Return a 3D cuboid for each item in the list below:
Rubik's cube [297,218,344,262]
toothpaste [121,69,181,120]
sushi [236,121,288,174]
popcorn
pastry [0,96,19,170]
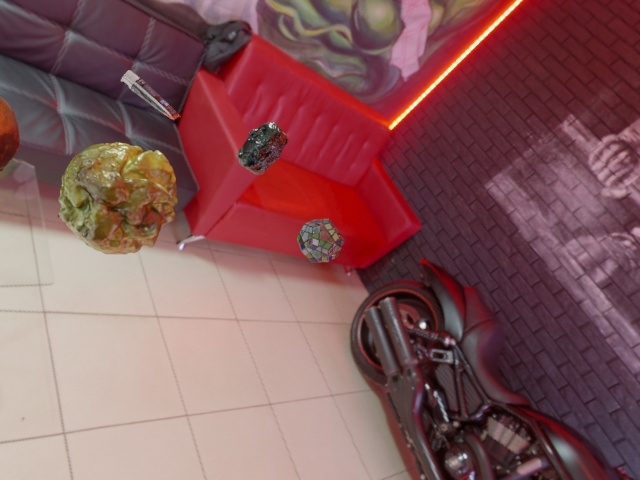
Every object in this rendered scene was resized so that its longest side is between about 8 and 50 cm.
[{"bbox_3d":[0.000,0.000,1.159,0.093,0.111,0.111,12,41,-39],"label":"Rubik's cube"},{"bbox_3d":[-0.515,-0.436,1.502,0.193,0.045,0.071,39,20,-15],"label":"toothpaste"},{"bbox_3d":[-0.242,-0.387,2.052,0.124,0.225,0.127,43,4,30],"label":"sushi"},{"bbox_3d":[-0.479,-0.094,1.181,0.282,0.282,0.247,29,16,-34],"label":"popcorn"},{"bbox_3d":[-0.845,-0.219,1.072,0.356,0.356,0.164,-104,-174,-47],"label":"pastry"}]
